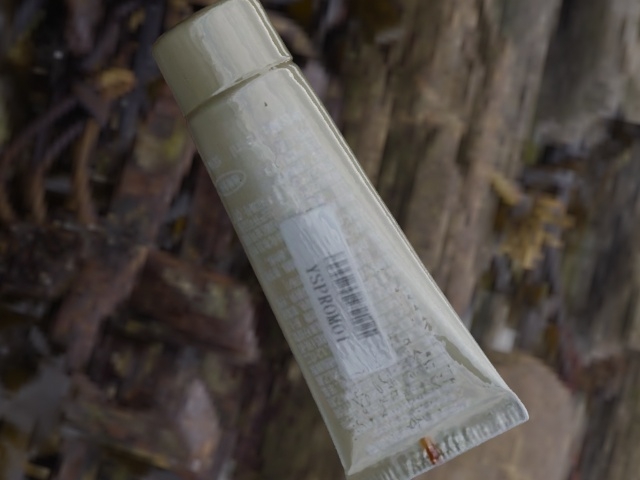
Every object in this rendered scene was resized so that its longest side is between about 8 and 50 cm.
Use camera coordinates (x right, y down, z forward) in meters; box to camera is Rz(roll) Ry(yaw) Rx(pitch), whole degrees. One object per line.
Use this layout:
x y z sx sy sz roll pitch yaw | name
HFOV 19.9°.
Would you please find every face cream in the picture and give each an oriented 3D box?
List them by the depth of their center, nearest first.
0.000 0.000 1.228 0.341 0.137 0.084 61 19 2 | face cream
